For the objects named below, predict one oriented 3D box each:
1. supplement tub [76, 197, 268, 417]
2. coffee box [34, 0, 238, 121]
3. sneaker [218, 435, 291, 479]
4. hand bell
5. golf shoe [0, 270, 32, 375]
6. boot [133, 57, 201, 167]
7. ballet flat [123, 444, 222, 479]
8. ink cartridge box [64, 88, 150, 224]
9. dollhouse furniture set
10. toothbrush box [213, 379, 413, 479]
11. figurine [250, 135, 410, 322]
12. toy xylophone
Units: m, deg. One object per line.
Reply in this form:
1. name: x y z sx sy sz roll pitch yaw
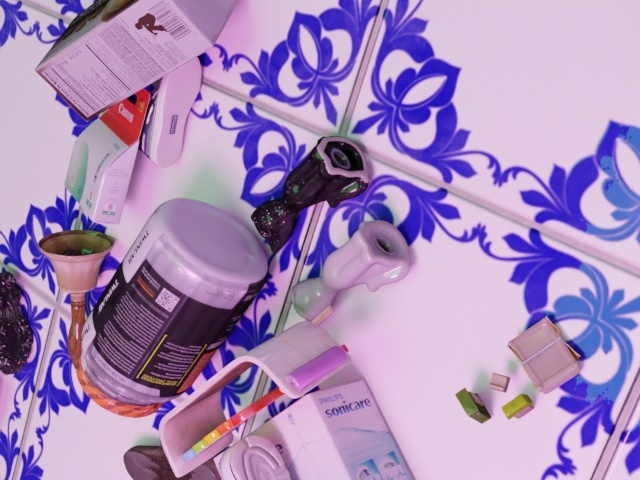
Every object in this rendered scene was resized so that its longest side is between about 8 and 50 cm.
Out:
1. supplement tub: -0.232 0.109 1.347 0.193 0.194 0.316 50 118 26
2. coffee box: -0.275 -0.322 1.369 0.297 0.119 0.168 -20 36 36
3. sneaker: -0.064 0.369 1.147 0.095 0.090 0.235 -43 62 48
4. hand bell: -0.422 0.115 1.571 0.126 0.126 0.242 19 116 36
5. golf shoe: -0.606 0.160 1.723 0.094 0.077 0.198 -16 79 54
6. boot: -0.253 -0.218 1.432 0.086 0.069 0.190 33 112 38
7. ballet flat: -0.229 0.363 1.445 0.250 0.058 0.084 -11 106 43
8. ink cartridge box: -0.357 -0.161 1.490 0.181 0.056 0.224 38 117 53
9. dollhouse furniture set: 0.242 0.167 1.090 0.152 0.058 0.076 -37 60 12
10. toothbrush box: 0.015 0.370 1.205 0.216 0.126 0.295 -40 68 33
11. figurine: 0.000 0.000 1.242 0.209 0.092 0.214 -39 69 40
12. toy xylophone: -0.080 0.194 1.190 0.081 0.236 0.323 56 140 7
